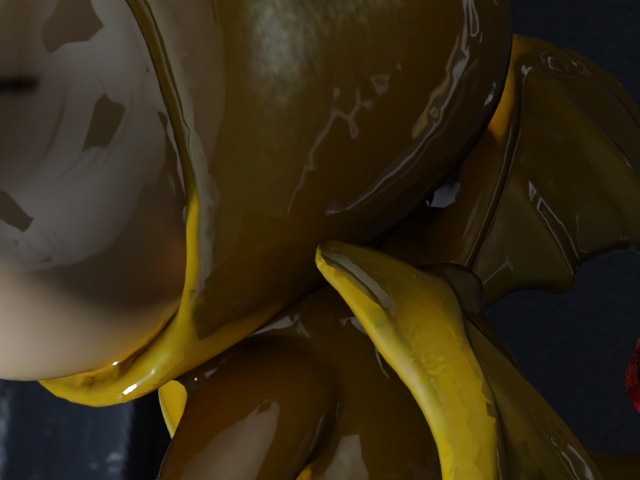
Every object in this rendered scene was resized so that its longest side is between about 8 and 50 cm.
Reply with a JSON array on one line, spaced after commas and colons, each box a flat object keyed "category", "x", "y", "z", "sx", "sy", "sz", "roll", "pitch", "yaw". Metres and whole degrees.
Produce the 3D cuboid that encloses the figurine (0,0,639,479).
[{"category": "figurine", "x": 0.004, "y": -0.013, "z": 0.634, "sx": 0.268, "sy": 0.401, "sz": 0.387, "roll": -10, "pitch": -70, "yaw": 31}]
